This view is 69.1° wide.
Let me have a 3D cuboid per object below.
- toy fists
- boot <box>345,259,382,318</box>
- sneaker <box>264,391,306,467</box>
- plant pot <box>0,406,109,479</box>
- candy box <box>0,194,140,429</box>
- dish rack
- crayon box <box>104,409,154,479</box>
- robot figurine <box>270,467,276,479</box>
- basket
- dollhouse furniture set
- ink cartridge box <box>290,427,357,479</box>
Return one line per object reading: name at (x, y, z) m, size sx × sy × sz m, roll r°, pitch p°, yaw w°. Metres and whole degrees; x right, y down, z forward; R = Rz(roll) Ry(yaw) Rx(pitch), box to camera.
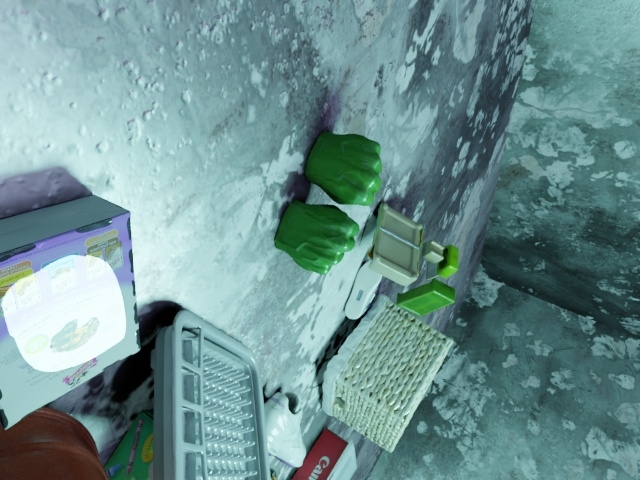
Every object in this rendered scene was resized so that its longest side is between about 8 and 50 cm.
toy fists at (0.029, -0.071, 0.899) m, size 0.280 × 0.142 × 0.096 m, roll -66°, pitch 154°, yaw -1°
boot at (0.133, 0.140, 1.367) m, size 0.190 × 0.069 × 0.086 m, roll -62°, pitch 162°, yaw 8°
sneaker at (-0.080, 0.474, 1.168) m, size 0.152 × 0.114 × 0.305 m, roll -55°, pitch 152°, yaw -20°
plant pot at (-0.286, 0.340, 0.436) m, size 0.272 × 0.264 × 0.273 m, roll -17°, pitch 113°, yaw -46°
candy box at (-0.288, 0.069, 0.500) m, size 0.164 × 0.070 × 0.197 m, roll -30°, pitch 136°, yaw -51°
dish rack at (-0.179, 0.292, 0.760) m, size 0.333 × 0.072 × 0.286 m, roll 58°, pitch 18°, yaw -59°
crayon box at (-0.300, 0.432, 0.759) m, size 0.279 × 0.081 × 0.165 m, roll -59°, pitch 153°, yaw -16°
robot figurine at (-0.185, 0.755, 1.233) m, size 0.211 × 0.084 × 0.291 m, roll -9°, pitch 119°, yaw -60°
basket at (0.195, 0.416, 1.436) m, size 0.331 × 0.266 × 0.329 m, roll -47°, pitch 156°, yaw -31°
dollhouse furniture set at (0.235, 0.059, 1.343) m, size 0.151 × 0.301 × 0.198 m, roll -34°, pitch -145°, yaw 50°
ink cartridge box at (-0.013, 0.811, 1.552) m, size 0.309 × 0.129 × 0.272 m, roll -48°, pitch 147°, yaw -34°
